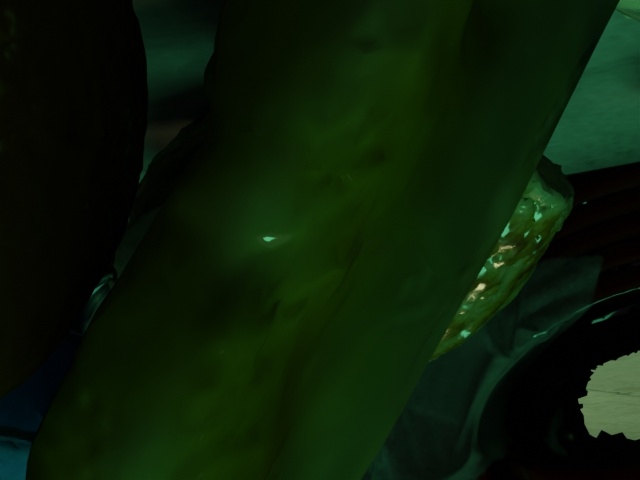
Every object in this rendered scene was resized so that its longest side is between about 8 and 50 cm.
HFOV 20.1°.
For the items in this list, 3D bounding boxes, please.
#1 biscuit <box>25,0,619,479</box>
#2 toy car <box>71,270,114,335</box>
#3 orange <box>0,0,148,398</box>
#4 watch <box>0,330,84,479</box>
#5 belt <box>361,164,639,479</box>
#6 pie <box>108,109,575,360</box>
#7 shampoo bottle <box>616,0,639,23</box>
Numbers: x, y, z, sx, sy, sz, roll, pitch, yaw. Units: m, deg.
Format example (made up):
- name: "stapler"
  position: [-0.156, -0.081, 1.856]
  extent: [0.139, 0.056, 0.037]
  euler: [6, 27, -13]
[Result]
- name: "biscuit"
  position: [-0.011, 0.000, 0.467]
  extent: [0.078, 0.329, 0.335]
  euler: [26, -168, -3]
- name: "toy car"
  position: [-0.088, 0.100, 0.951]
  extent: [0.235, 0.158, 0.172]
  euler: [2, 174, 37]
- name: "orange"
  position: [-0.137, -0.023, 0.436]
  extent: [0.193, 0.161, 0.193]
  euler: [-7, 163, -2]
- name: "watch"
  position: [-0.152, 0.099, 0.644]
  extent: [0.274, 0.241, 0.305]
  euler: [12, -171, -41]
- name: "belt"
  position: [0.175, 0.079, 0.872]
  extent: [0.324, 0.227, 0.115]
  euler: [-7, 163, 18]
- name: "pie"
  position: [0.006, 0.002, 0.716]
  extent: [0.193, 0.079, 0.163]
  euler: [-21, 137, 26]
- name: "shampoo bottle"
  position: [0.143, -0.081, 0.550]
  extent: [0.072, 0.049, 0.212]
  euler: [-24, 158, 36]
